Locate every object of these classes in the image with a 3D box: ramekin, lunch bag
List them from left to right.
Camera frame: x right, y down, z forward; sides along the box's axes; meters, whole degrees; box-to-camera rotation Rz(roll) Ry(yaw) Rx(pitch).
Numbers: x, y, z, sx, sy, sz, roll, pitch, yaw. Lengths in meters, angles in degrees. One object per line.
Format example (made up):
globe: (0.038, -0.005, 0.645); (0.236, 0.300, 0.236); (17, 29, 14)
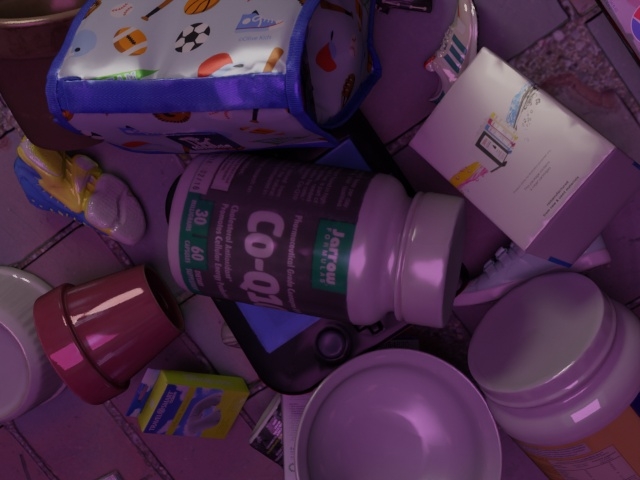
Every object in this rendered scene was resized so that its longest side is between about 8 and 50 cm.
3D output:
ramekin: (-0.559, 0.186, 1.528); (0.273, 0.127, 0.272); (3, 108, 10)
lunch bag: (-0.117, -0.234, 1.144); (0.328, 0.385, 0.238); (1, 117, 16)

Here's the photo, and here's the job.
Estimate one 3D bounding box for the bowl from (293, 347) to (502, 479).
bowl: (0.100, 0.308, 1.295); (0.298, 0.134, 0.297); (2, 79, -9)

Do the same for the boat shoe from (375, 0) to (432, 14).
boat shoe: (0.097, -0.340, 1.273); (0.125, 0.046, 0.038); (0, 103, 3)

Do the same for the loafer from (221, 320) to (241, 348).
loafer: (-0.015, 0.093, 1.411); (0.320, 0.112, 0.111); (-19, 69, 18)

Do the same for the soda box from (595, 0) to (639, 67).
soda box: (0.462, -0.260, 1.198); (0.083, 0.092, 0.263); (-35, 98, 18)

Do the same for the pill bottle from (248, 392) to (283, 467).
pill bottle: (0.017, 0.343, 1.460); (0.246, 0.130, 0.130); (34, 111, -1)

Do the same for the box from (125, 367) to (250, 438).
box: (-0.217, 0.269, 1.479); (0.178, 0.042, 0.109); (13, 115, -35)

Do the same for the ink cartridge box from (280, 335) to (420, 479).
ink cartridge box: (0.049, 0.262, 1.390); (0.224, 0.045, 0.223); (1, 79, -8)

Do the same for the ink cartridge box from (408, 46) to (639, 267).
ink cartridge box: (0.274, -0.108, 1.191); (0.168, 0.171, 0.232); (-52, 58, 16)

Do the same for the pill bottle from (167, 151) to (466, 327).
pill bottle: (0.000, 0.000, 1.190); (0.361, 0.204, 0.204); (9, 109, 15)

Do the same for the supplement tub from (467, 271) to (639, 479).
supplement tub: (0.380, 0.225, 1.251); (0.241, 0.241, 0.331); (-33, 117, 19)

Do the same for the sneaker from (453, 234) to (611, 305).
sneaker: (0.288, 0.005, 1.333); (0.256, 0.094, 0.151); (-25, 76, 32)

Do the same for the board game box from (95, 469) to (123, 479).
board game box: (-0.386, 0.476, 1.642); (0.090, 0.020, 0.090); (-30, 100, 17)

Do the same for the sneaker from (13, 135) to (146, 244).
sneaker: (-0.393, -0.074, 1.447); (0.240, 0.091, 0.126); (46, 140, -16)

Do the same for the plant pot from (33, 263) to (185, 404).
plant pot: (-0.327, 0.135, 1.441); (0.180, 0.201, 0.201); (-30, 100, 3)

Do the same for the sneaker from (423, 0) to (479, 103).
sneaker: (0.184, -0.266, 1.270); (0.075, 0.057, 0.161); (0, 110, 5)

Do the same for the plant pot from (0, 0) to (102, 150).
plant pot: (-0.375, -0.261, 1.302); (0.263, 0.263, 0.229); (3, 125, 10)

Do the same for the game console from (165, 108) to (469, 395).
game console: (-0.021, -0.003, 1.324); (0.342, 0.060, 0.386); (-36, 79, 15)
